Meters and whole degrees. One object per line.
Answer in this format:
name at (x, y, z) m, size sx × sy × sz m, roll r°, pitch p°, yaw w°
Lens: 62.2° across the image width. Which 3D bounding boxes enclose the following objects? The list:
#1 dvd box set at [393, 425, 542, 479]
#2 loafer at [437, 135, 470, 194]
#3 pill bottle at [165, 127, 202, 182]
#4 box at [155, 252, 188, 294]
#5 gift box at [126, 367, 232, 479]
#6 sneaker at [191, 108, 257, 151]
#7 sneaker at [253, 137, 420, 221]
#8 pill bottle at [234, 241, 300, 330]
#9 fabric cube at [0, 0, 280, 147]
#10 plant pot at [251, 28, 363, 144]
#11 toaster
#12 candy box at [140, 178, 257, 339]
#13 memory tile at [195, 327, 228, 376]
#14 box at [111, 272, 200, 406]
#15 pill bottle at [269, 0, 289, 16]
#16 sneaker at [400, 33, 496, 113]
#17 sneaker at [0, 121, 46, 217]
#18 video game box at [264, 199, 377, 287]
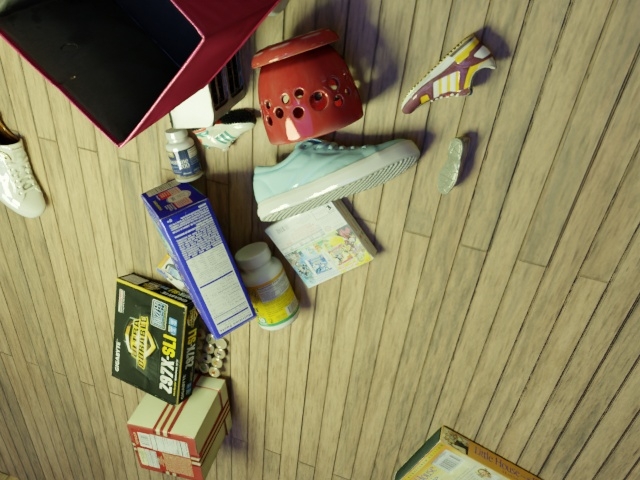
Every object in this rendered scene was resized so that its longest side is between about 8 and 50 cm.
dvd box set at (0.459, 0.731, 1.534) m, size 0.420 × 0.062 × 0.308 m, roll 28°, pitch 127°, yaw 3°
loafer at (0.269, -0.149, 1.055) m, size 0.045 × 0.039 × 0.125 m, roll 43°, pitch 139°, yaw 36°
pill bottle at (-0.322, -0.202, 1.239) m, size 0.066 × 0.067 × 0.120 m, roll 2°, pitch 122°, yaw 21°
box at (-0.389, 0.097, 1.486) m, size 0.136 × 0.028 × 0.081 m, roll 42°, pitch 126°, yaw -6°
gift box at (-0.439, 0.545, 1.650) m, size 0.276 × 0.258 × 0.255 m, roll 12°, pitch 125°, yaw 10°
sneaker at (-0.204, -0.241, 1.183) m, size 0.161 × 0.057 × 0.075 m, roll -5°, pitch 136°, yaw 23°
sneaker at (0.015, -0.162, 1.097) m, size 0.365 × 0.135 × 0.150 m, roll -19°, pitch 83°, yaw 14°
pill bottle at (-0.137, 0.113, 1.338) m, size 0.117 × 0.118 × 0.209 m, roll -7°, pitch 119°, yaw 25°
fabric cube at (-0.262, -0.348, 0.783) m, size 0.259 × 0.258 × 0.254 m, roll 45°, pitch 130°, yaw -13°
plant pot at (-0.032, -0.289, 0.995) m, size 0.191 × 0.191 × 0.174 m, roll -10°, pitch 110°, yaw 27°
toaster at (-0.236, -0.333, 1.061) m, size 0.110 × 0.168 × 0.186 m, roll 7°, pitch 124°, yaw 15°
candy box at (-0.289, 0.034, 1.258) m, size 0.268 × 0.122 × 0.318 m, roll 33°, pitch 145°, yaw 59°
memory tile at (-0.344, 0.344, 1.616) m, size 0.113 × 0.012 × 0.148 m, roll 21°, pitch 113°, yaw 8°
box at (-0.481, 0.284, 1.535) m, size 0.256 × 0.079 × 0.322 m, roll 16°, pitch 108°, yaw 20°
pill bottle at (-0.208, -0.514, 0.923) m, size 0.318 × 0.176 × 0.177 m, roll 17°, pitch 126°, yaw 11°
sneaker at (0.229, -0.280, 0.966) m, size 0.084 × 0.069 × 0.185 m, roll 46°, pitch 127°, yaw -4°
sneaker at (-0.828, -0.195, 1.423) m, size 0.123 × 0.106 × 0.290 m, roll -15°, pitch 113°, yaw 32°
video game box at (0.000, 0.000, 1.254) m, size 0.205 × 0.048 × 0.187 m, roll -26°, pitch 106°, yaw 33°
